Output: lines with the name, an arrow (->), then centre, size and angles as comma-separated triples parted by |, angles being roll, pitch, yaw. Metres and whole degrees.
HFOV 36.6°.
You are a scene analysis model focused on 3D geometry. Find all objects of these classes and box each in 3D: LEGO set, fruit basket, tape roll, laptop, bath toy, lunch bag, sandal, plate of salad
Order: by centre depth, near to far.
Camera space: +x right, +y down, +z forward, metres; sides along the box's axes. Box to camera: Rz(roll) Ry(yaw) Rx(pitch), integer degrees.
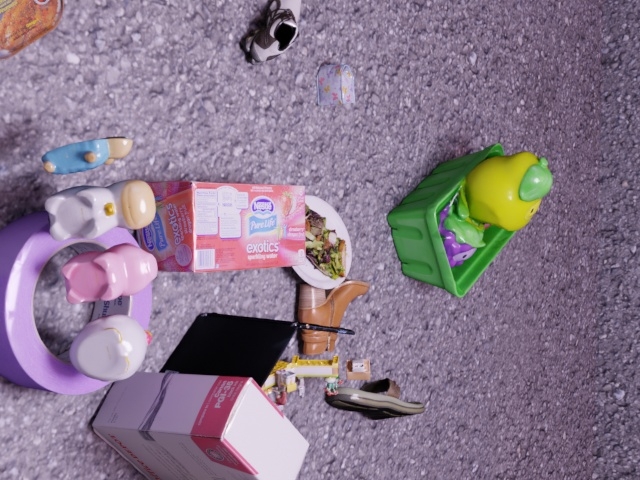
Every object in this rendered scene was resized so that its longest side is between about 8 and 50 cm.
bath toy -> -0.305, 0.027, 1.400 | 0.129, 0.151, 0.348 | -78, 164, -81
tape roll -> -0.386, 0.092, 1.464 | 0.274, 0.090, 0.275 | -5, 96, -52
laptop -> -0.112, 0.203, 1.709 | 0.264, 0.234, 0.137 | 14, 81, -52
LEGO set -> -0.041, 0.296, 1.892 | 0.287, 0.132, 0.107 | -9, 105, -30
plate of salad -> 0.000, 0.000, 1.969 | 0.199, 0.048, 0.200 | 19, 62, -40
lunch bag -> 0.033, -0.325, 2.015 | 0.053, 0.071, 0.083 | -16, 104, -50
sandal -> 0.134, 0.343, 2.145 | 0.302, 0.120, 0.086 | 26, 57, -50
fruit basket -> 0.387, -0.069, 2.254 | 0.392, 0.392, 0.283 | -43, 124, -43

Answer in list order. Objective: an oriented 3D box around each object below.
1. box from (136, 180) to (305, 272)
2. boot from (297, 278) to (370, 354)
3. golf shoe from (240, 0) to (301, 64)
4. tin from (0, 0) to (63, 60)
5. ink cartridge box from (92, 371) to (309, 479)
box -> -0.169, -0.027, 1.700 | 0.300, 0.142, 0.154 | -4, 94, -53
boot -> 0.027, 0.158, 2.030 | 0.197, 0.073, 0.152 | -4, 93, -41
golf shoe -> -0.068, -0.411, 1.862 | 0.077, 0.093, 0.198 | 55, 49, -37
tin -> -0.453, -0.333, 1.402 | 0.190, 0.040, 0.106 | -49, 132, -40
ink cartridge box -> -0.195, 0.315, 1.566 | 0.207, 0.283, 0.117 | 55, 46, -38
